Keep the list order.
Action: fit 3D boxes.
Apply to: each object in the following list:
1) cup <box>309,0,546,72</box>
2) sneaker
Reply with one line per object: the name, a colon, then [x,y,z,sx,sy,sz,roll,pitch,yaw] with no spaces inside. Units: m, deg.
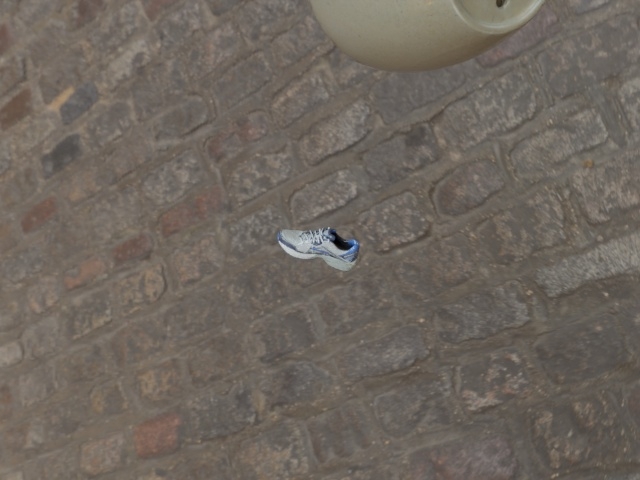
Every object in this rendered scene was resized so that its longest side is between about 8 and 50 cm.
cup: [0.172,-0.371,0.841,0.331,0.331,0.237,-59,32,9]
sneaker: [0.000,0.000,1.012,0.052,0.135,0.058,-85,14,-45]
